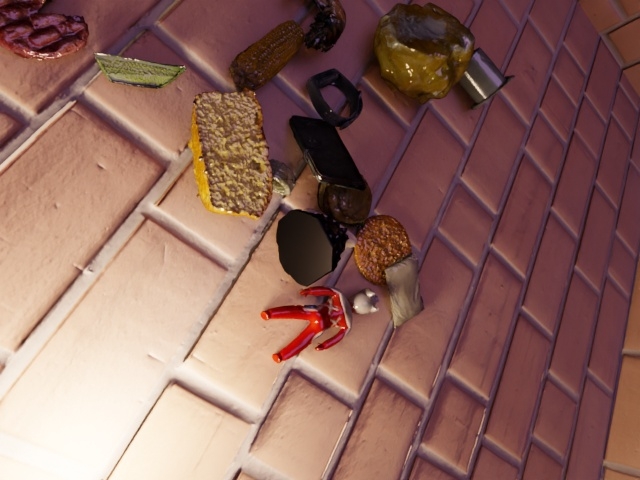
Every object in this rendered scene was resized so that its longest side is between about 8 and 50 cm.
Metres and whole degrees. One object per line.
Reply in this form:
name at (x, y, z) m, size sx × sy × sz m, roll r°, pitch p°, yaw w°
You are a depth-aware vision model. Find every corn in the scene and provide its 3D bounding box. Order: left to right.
corn at (-0.151, -0.556, 1.213) m, size 0.115 × 0.115 × 0.317 m, roll 46°, pitch 62°, yaw -17°

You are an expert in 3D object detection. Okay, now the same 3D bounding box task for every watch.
watch at (0.056, -0.465, 1.327) m, size 0.193 × 0.068 × 0.206 m, roll 54°, pitch 48°, yaw -3°

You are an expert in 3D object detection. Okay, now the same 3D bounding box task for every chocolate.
chocolate at (0.000, 0.000, 1.170) m, size 0.177 × 0.224 × 0.206 m, roll -17°, pitch 76°, yaw -45°

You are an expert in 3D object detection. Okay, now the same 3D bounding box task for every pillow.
pillow at (0.289, 0.169, 1.375) m, size 0.148 × 0.050 × 0.229 m, roll -21°, pitch 107°, yaw -25°

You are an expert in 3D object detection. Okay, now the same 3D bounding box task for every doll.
doll at (0.019, 0.223, 1.205) m, size 0.384 × 0.099 × 0.188 m, roll -13°, pitch 90°, yaw -26°

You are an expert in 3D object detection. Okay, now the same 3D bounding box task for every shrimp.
shrimp at (-0.019, -0.740, 1.299) m, size 0.233 × 0.071 × 0.364 m, roll 44°, pitch 45°, yaw -23°

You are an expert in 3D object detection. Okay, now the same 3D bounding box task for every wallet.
wallet at (0.014, -0.273, 1.209) m, size 0.173 × 0.045 × 0.318 m, roll 5°, pitch 45°, yaw -29°

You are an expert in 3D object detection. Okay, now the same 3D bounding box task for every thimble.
thimble at (-0.122, -0.182, 1.182) m, size 0.110 × 0.084 × 0.062 m, roll 33°, pitch 66°, yaw -21°

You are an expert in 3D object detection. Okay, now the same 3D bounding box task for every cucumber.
cucumber at (-0.458, -0.426, 1.043) m, size 0.220 × 0.046 × 0.070 m, roll -5°, pitch 87°, yaw -30°

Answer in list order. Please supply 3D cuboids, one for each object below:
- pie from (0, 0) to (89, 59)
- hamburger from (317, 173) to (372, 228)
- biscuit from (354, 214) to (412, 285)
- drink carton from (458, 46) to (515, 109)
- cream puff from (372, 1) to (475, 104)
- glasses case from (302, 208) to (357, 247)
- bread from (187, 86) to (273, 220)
pie at (-0.663, -0.520, 0.930) m, size 0.204 × 0.054 × 0.218 m, roll -28°, pitch 99°, yaw -32°
hamburger at (0.076, -0.138, 1.288) m, size 0.206 × 0.130 × 0.183 m, roll 21°, pitch 72°, yaw -46°
biscuit at (0.219, 0.031, 1.383) m, size 0.254 × 0.035 × 0.253 m, roll 5°, pitch 80°, yaw -30°
drink carton at (0.654, -0.671, 1.670) m, size 0.189 × 0.191 × 0.185 m, roll 45°, pitch 25°, yaw -10°
cream puff at (0.360, -0.649, 1.464) m, size 0.379 × 0.275 × 0.378 m, roll 3°, pitch 64°, yaw -6°
glasses case at (0.027, -0.037, 1.253) m, size 0.204 × 0.081 × 0.051 m, roll 33°, pitch 71°, yaw -25°
bread at (-0.243, -0.208, 1.061) m, size 0.194 × 0.179 × 0.339 m, roll -8°, pitch 89°, yaw -30°
